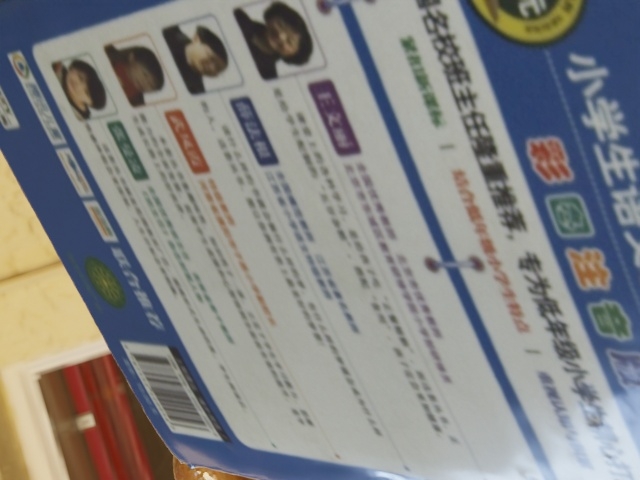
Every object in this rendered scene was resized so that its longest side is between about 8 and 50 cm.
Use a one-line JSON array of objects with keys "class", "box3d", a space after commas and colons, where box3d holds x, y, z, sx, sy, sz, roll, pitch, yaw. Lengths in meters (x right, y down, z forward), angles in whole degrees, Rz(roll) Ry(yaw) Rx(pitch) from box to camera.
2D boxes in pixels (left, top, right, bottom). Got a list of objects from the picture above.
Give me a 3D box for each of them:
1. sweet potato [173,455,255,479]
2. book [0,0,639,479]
[{"class": "sweet potato", "box3d": [0.003, 0.300, 1.113, 0.354, 0.106, 0.095, 51, -143, -23]}, {"class": "book", "box3d": [0.000, 0.000, 0.525, 0.039, 0.428, 0.300, -39, -66, -34]}]
